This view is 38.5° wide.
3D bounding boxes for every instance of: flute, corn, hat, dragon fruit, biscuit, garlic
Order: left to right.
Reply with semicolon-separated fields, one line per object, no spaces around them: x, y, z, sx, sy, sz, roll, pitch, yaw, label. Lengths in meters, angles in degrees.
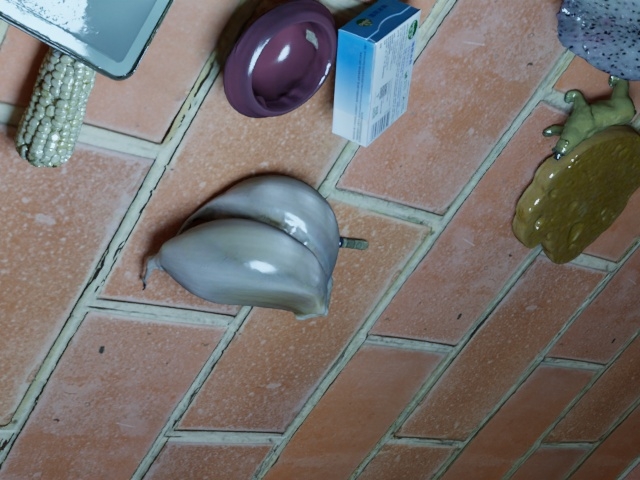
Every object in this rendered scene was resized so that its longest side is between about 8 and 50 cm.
-0.365;-0.197;1.275;0.087;0.087;0.211;4;125;-35;corn
-0.128;-0.002;1.583;0.339;0.232;0.246;9;161;-6;garlic
-0.067;-0.278;1.381;0.205;0.089;0.205;-29;143;-26;hat
0.000;0.000;1.749;0.233;0.027;0.027;6;126;-37;flute
0.560;-0.099;1.994;0.312;0.057;0.351;3;126;-35;biscuit
0.534;-0.435;1.549;0.221;0.204;0.283;-61;158;-17;dragon fruit

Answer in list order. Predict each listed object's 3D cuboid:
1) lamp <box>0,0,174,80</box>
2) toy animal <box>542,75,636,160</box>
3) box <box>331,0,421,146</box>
-0.285;-0.365;1.139;0.266;0.047;0.269;27;96;-45;lamp
0.532;-0.238;1.805;0.218;0.101;0.103;-21;140;-14;toy animal
0.087;-0.269;1.464;0.139;0.073;0.194;-45;151;-40;box
